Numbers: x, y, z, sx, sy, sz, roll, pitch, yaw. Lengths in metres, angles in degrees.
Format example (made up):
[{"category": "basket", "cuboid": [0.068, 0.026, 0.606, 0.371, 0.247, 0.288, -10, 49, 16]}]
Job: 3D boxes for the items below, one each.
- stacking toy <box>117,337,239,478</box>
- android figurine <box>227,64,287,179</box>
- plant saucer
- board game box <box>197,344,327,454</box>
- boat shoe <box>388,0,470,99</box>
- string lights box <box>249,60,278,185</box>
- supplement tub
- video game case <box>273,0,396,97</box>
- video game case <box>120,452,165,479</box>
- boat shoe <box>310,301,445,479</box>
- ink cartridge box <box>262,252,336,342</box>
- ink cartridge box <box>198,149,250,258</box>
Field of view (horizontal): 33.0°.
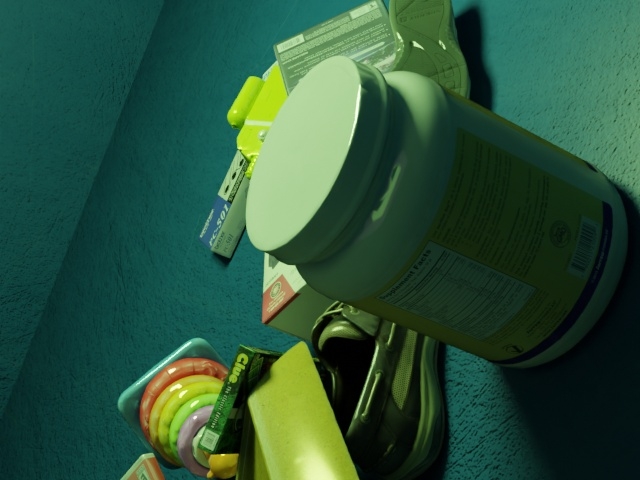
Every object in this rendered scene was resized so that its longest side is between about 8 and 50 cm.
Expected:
[{"category": "stacking toy", "cuboid": [-0.159, 0.273, 1.540, 0.175, 0.166, 0.302, -39, 19, -11]}, {"category": "android figurine", "cuboid": [-0.033, -0.202, 1.728, 0.248, 0.056, 0.273, 10, 61, 30]}, {"category": "plant saucer", "cuboid": [-0.042, 0.341, 1.263, 0.333, 0.080, 0.333, -116, 31, -58]}, {"category": "board game box", "cuboid": [-0.067, 0.210, 1.408, 0.030, 0.259, 0.136, 24, 91, 23]}, {"category": "boat shoe", "cuboid": [0.148, -0.220, 1.481, 0.118, 0.103, 0.321, -11, 54, 13]}, {"category": "string lights box", "cuboid": [-0.047, -0.208, 1.862, 0.133, 0.076, 0.260, -38, 38, 45]}, {"category": "supplement tub", "cuboid": [0.116, -0.026, 1.101, 0.241, 0.331, 0.241, -44, 34, 40]}, {"category": "video game case", "cuboid": [0.037, -0.266, 1.674, 0.196, 0.026, 0.274, -23, 42, 7]}, {"category": "video game case", "cuboid": [-0.245, 0.488, 1.594, 0.204, 0.025, 0.285, -49, 59, 32]}, {"category": "boat shoe", "cuboid": [0.066, 0.116, 1.313, 0.132, 0.130, 0.356, -45, 34, 37]}, {"category": "ink cartridge box", "cuboid": [0.000, 0.000, 1.574, 0.172, 0.100, 0.237, -44, 34, 39]}, {"category": "ink cartridge box", "cuboid": [-0.156, -0.078, 2.004, 0.207, 0.046, 0.097, -66, 25, 4]}]
